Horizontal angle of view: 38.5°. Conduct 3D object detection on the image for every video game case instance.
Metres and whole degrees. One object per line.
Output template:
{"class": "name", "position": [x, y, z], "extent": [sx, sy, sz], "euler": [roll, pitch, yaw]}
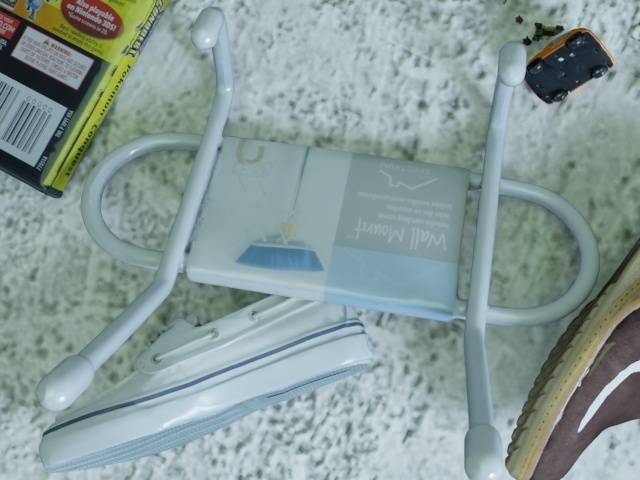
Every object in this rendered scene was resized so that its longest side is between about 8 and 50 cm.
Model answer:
{"class": "video game case", "position": [-0.250, -0.201, 0.679], "extent": [0.275, 0.035, 0.248], "euler": [28, 87, 9]}

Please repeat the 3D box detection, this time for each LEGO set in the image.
{"class": "LEGO set", "position": [0.149, -0.179, 0.645], "extent": [0.054, 0.023, 0.083], "euler": [6, 102, 35]}

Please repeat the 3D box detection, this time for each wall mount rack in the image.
{"class": "wall mount rack", "position": [0.000, 0.000, 0.543], "extent": [0.350, 0.130, 0.304], "euler": [8, 56, 6]}

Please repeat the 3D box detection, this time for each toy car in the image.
{"class": "toy car", "position": [0.203, -0.106, 0.633], "extent": [0.122, 0.060, 0.040], "euler": [30, 42, -8]}

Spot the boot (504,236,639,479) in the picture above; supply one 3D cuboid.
{"class": "boot", "position": [0.257, 0.095, 0.565], "extent": [0.207, 0.090, 0.248], "euler": [36, 84, 11]}

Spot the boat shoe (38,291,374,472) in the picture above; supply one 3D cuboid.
{"class": "boat shoe", "position": [-0.080, 0.086, 0.613], "extent": [0.226, 0.083, 0.076], "euler": [-18, 71, -9]}
